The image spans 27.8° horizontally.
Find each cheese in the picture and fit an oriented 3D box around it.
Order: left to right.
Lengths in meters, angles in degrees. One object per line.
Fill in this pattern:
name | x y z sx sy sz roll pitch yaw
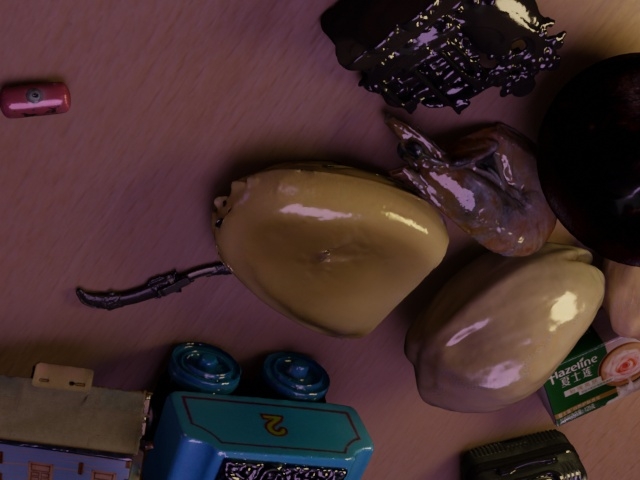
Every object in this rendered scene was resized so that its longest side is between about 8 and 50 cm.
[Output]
cheese | 0.000 0.000 1.722 0.316 0.128 0.259 30 114 -29

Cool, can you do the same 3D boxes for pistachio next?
pistachio | 0.271 0.120 1.854 0.332 0.208 0.226 -38 136 -10
pistachio | 0.494 0.040 1.902 0.157 0.157 0.229 2 110 -20

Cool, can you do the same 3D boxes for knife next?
knife | -0.219 0.066 1.762 0.222 0.021 0.045 -10 124 -10

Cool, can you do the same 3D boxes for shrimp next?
shrimp | 0.212 -0.096 1.745 0.317 0.077 0.168 36 67 -29

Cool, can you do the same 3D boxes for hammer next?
hammer | -0.340 -0.168 1.541 0.083 0.043 0.043 -6 126 -13

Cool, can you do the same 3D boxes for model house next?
model house | -0.360 0.292 1.717 0.271 0.178 0.206 6 125 -7

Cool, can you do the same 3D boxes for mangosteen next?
mangosteen | 0.423 -0.094 1.699 0.297 0.297 0.293 13 135 -26

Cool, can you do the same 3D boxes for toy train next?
toy train | -0.103 0.282 1.803 0.300 0.265 0.188 8 119 -25

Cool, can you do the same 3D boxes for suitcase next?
suitcase | 0.335 0.468 2.169 0.202 0.128 0.312 -13 128 -10

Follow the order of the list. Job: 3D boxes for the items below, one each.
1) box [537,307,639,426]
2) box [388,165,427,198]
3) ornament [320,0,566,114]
box | 0.431 0.189 2.034 0.199 0.081 0.135 -26 129 -2
box | 0.142 -0.083 1.779 0.093 0.015 0.058 -18 130 -5
ornament | 0.164 -0.245 1.627 0.251 0.106 0.260 -33 137 16
